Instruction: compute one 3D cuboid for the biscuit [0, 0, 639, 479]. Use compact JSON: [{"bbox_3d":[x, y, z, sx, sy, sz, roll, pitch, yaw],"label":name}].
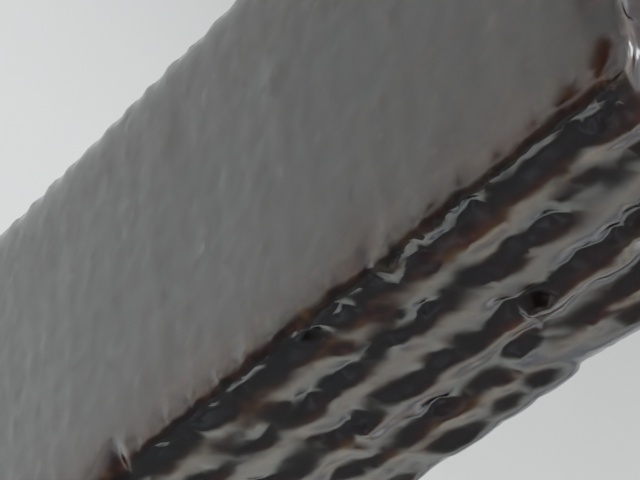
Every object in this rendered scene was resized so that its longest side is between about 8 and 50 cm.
[{"bbox_3d":[0.000,0.000,0.423,0.070,0.106,0.252,21,-45,-33],"label":"biscuit"}]
